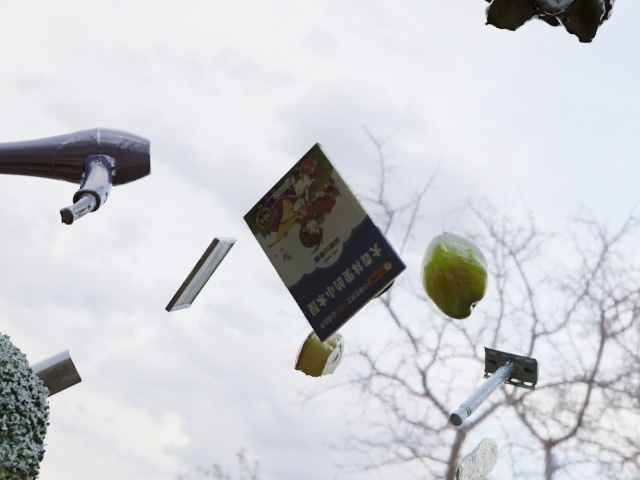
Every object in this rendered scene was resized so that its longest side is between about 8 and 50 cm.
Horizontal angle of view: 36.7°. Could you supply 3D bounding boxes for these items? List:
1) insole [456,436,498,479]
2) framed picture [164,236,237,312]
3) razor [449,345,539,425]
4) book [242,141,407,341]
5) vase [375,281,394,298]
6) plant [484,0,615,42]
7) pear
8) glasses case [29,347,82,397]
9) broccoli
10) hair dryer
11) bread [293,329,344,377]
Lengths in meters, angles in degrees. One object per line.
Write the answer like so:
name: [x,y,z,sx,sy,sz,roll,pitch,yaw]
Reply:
insole: [0.317,0.448,1.937,0.011,0.081,0.248,1,5,27]
framed picture: [-0.271,0.077,2.211,0.015,0.203,0.150,37,6,9]
razor: [0.291,0.262,1.691,0.106,0.232,0.068,10,-68,32]
book: [0.000,0.000,1.845,0.228,0.322,0.018,-45,-27,20]
vase: [0.059,0.015,1.980,0.219,0.096,0.096,58,-15,27]
plant: [0.337,-0.410,1.387,0.215,0.312,0.213,16,-57,8]
pear: [0.358,0.097,2.541,0.188,0.219,0.187,-11,-24,-5]
glasses case: [-0.449,0.220,1.387,0.047,0.205,0.071,69,-15,-14]
broccoli: [-0.511,0.225,1.184,0.362,0.252,0.221,-14,-8,15]
hair dryer: [-0.458,-0.114,1.754,0.301,0.361,0.121,-2,-67,-10]
bread: [0.001,0.255,2.245,0.086,0.125,0.156,28,1,18]
